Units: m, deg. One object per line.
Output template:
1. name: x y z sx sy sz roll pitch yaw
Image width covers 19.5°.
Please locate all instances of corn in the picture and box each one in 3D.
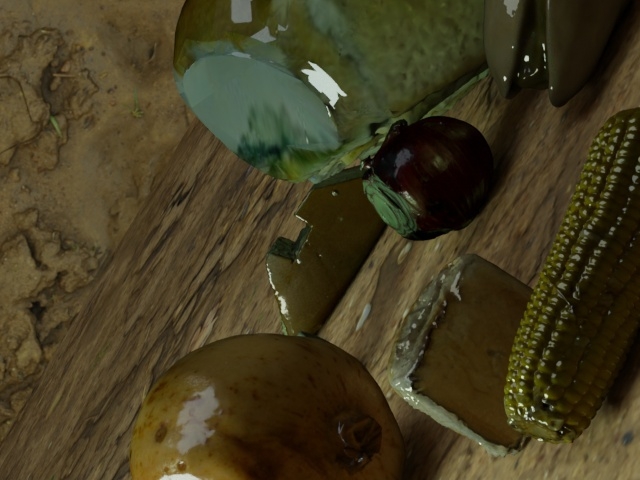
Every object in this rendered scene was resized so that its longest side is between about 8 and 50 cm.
1. corn: 0.183 0.020 1.203 0.231 0.080 0.080 -66 13 -14

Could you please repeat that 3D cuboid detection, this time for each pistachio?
1. pistachio: 0.201 -0.214 1.543 0.136 0.135 0.226 -32 37 65

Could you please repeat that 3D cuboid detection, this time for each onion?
1. onion: 0.097 -0.060 1.635 0.119 0.118 0.117 -63 17 -5

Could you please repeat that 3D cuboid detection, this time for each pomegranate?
1. pomegranate: -0.035 0.176 1.448 0.215 0.215 0.215 -56 14 22

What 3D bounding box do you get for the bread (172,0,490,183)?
1. bread: 0.032 -0.202 1.721 0.264 0.239 0.395 -37 2 -29

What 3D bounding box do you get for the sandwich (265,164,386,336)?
1. sandwich: 0.000 0.000 1.922 0.244 0.088 0.090 -59 9 11

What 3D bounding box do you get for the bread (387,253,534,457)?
1. bread: 0.107 0.079 1.310 0.125 0.106 0.082 -64 14 -21

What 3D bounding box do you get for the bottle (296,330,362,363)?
1. bottle: -0.038 0.186 1.718 0.201 0.072 0.072 -60 13 4
